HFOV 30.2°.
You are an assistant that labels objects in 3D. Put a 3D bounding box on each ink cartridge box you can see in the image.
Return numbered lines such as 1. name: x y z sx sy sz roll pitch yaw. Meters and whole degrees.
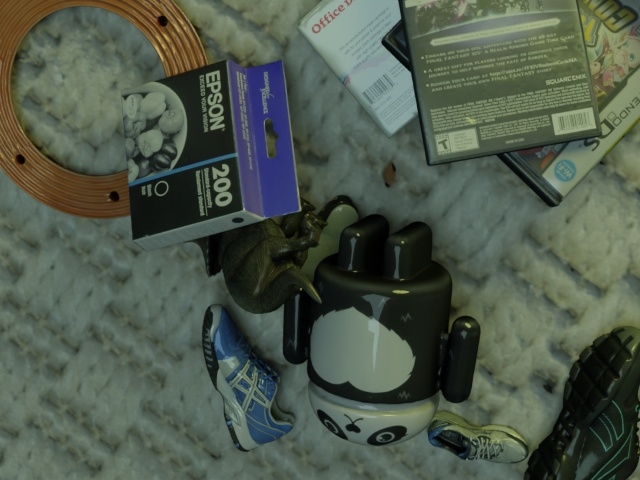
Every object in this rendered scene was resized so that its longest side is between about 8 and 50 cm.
1. ink cartridge box: -0.135 -0.110 1.429 0.208 0.045 0.206 -14 69 16
2. ink cartridge box: 0.078 -0.231 1.409 0.127 0.072 0.175 -39 93 19

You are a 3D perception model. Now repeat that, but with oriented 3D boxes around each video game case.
1. video game case: 0.252 -0.219 1.345 0.275 0.035 0.248 44 88 -1
2. video game case: 0.191 -0.233 1.314 0.196 0.026 0.274 -10 88 -2

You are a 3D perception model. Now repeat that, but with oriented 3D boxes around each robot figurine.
1. robot figurine: 0.070 0.114 1.450 0.174 0.209 0.278 -4 108 -26

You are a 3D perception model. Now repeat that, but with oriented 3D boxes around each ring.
1. ring: -0.295 -0.192 1.534 0.337 0.032 0.336 3 106 12

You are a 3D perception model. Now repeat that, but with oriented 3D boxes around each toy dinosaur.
1. toy dinosaur: -0.069 0.022 1.454 0.160 0.121 0.313 -55 47 10

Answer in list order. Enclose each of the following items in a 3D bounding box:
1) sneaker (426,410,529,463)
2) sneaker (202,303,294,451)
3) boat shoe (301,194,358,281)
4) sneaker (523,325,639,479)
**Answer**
1. sneaker: 0.199 0.264 1.522 0.135 0.058 0.052 12 107 10
2. sneaker: -0.098 0.174 1.567 0.081 0.080 0.211 -15 110 10
3. boat shoe: 0.002 0.001 1.510 0.049 0.042 0.133 29 111 -19
4. sneaker: 0.348 0.228 1.472 0.106 0.101 0.267 19 109 -15
